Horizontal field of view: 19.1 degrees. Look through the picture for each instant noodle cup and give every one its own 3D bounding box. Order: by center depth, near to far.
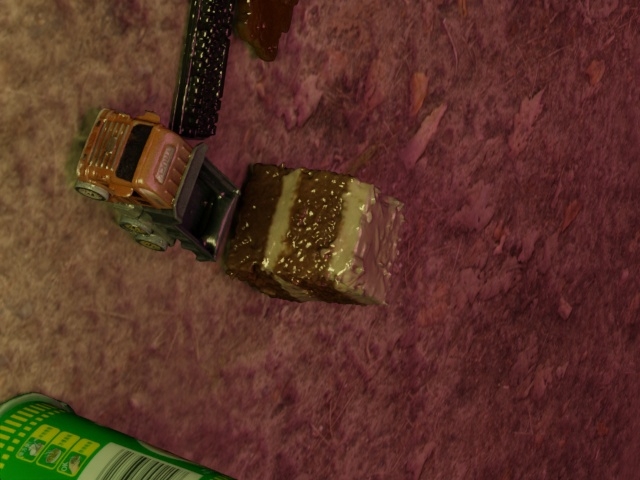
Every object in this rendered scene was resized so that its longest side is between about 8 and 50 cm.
[{"bbox_3d":[-0.173,0.250,1.640,0.207,0.233,0.207,-34,129,-56],"label":"instant noodle cup"}]

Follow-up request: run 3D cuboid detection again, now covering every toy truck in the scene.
[{"bbox_3d":[-0.142,-0.048,1.743,0.192,0.092,0.083,45,61,-59],"label":"toy truck"}]

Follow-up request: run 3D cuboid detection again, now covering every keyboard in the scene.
[{"bbox_3d":[-0.103,-0.210,1.837,0.072,0.023,0.231,-1,101,-66],"label":"keyboard"}]

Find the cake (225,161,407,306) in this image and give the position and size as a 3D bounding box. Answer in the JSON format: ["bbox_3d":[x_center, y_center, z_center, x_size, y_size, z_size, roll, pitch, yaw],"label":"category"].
[{"bbox_3d":[0.000,0.000,1.984,0.135,0.147,0.134,34,70,-64],"label":"cake"}]

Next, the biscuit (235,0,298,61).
[{"bbox_3d":[-0.051,-0.249,1.928,0.130,0.019,0.119,-55,145,-38],"label":"biscuit"}]
